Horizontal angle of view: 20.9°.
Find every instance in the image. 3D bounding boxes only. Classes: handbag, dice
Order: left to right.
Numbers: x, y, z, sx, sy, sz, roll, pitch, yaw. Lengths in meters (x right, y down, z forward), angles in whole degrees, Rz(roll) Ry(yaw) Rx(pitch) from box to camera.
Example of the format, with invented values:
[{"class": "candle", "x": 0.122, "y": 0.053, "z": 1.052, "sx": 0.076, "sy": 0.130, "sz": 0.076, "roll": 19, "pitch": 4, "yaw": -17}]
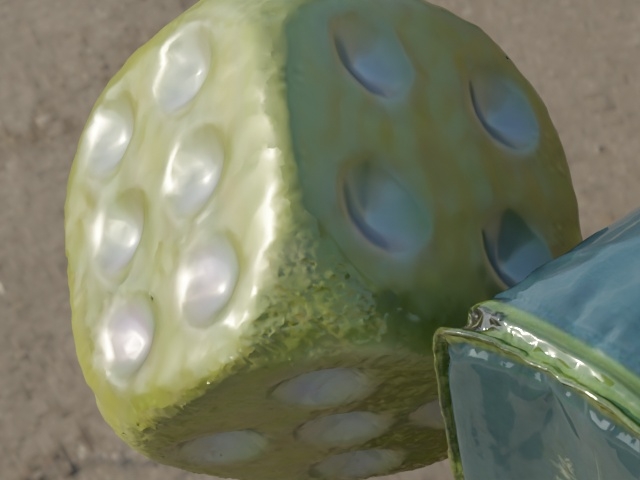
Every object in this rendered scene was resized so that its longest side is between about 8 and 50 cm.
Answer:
[{"class": "dice", "x": 0.000, "y": 0.000, "z": 1.025, "sx": 0.227, "sy": 0.233, "sz": 0.238, "roll": -36, "pitch": 54, "yaw": 43}, {"class": "handbag", "x": 0.214, "y": 0.093, "z": 0.882, "sx": 0.241, "sy": 0.263, "sz": 0.222, "roll": -36, "pitch": 47, "yaw": -24}]
